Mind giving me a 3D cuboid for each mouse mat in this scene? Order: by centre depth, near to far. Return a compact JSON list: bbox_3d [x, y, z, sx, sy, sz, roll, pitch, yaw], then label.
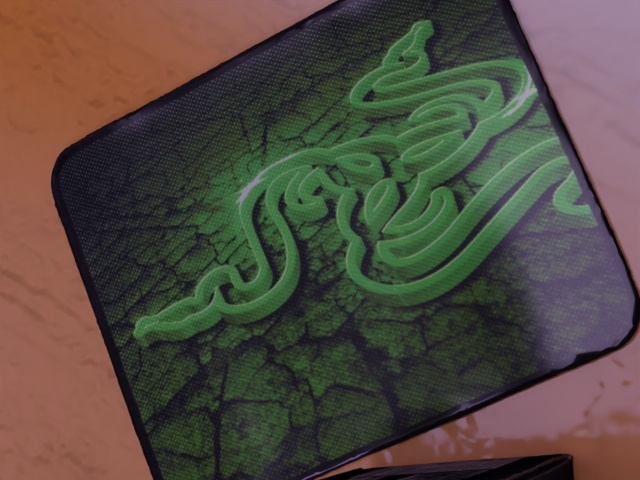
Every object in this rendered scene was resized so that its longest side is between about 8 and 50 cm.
[{"bbox_3d":[0.000,0.000,0.538,0.189,0.007,0.153,-26,77,18],"label":"mouse mat"}]

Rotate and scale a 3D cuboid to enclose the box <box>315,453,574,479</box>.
[{"bbox_3d":[0.016,0.180,0.356,0.076,0.307,0.242,-7,85,16],"label":"box"}]
